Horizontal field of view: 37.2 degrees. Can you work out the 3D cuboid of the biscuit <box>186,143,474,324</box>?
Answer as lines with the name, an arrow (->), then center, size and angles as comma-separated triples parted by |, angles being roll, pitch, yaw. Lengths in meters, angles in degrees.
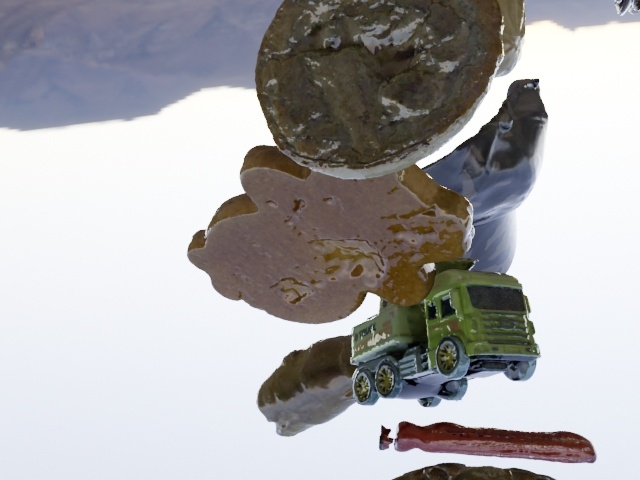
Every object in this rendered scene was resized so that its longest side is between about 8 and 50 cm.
biscuit -> 0.001, -0.002, 0.750 | 0.249, 0.184, 0.035 | -34, -153, 45

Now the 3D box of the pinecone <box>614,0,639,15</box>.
pinecone -> 0.276, -0.227, 0.511 | 0.292, 0.246, 0.246 | 6, -162, 21

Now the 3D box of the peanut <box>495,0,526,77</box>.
peanut -> 0.172, -0.254, 1.040 | 0.083, 0.093, 0.194 | 8, -132, -18

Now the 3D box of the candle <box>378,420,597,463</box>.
candle -> 0.252, 0.303, 1.436 | 0.329, 0.051, 0.048 | 4, 169, 1

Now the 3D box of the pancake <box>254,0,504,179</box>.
pancake -> 0.033, -0.110, 0.573 | 0.158, 0.158, 0.028 | -1, 168, 20

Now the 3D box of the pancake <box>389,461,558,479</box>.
pancake -> 0.121, 0.364, 0.763 | 0.382, 0.382, 0.071 | 2, 157, 27

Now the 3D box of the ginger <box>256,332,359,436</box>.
ginger -> 0.018, 0.206, 1.433 | 0.263, 0.116, 0.109 | -25, 149, 19

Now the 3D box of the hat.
hat -> 0.280, -0.059, 1.542 | 0.366, 0.381, 0.257 | -42, -150, -16

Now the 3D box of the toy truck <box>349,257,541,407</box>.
toy truck -> 0.098, 0.077, 0.824 | 0.085, 0.116, 0.191 | 5, 159, -29
